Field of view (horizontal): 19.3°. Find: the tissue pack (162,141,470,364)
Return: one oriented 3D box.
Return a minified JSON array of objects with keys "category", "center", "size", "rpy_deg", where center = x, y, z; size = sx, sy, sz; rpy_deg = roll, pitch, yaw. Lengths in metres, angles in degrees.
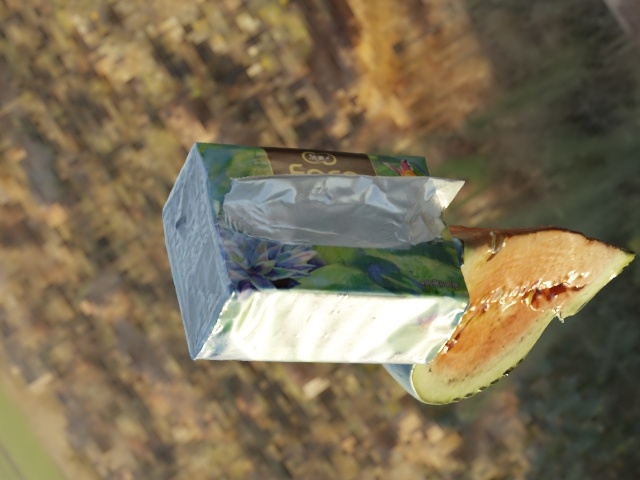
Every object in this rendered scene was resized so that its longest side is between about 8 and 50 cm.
[{"category":"tissue pack","center":[0.001,0.000,0.789],"size":[0.079,0.111,0.085],"rpy_deg":[119,146,-45]}]

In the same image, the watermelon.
[{"category":"watermelon","center":[0.095,0.051,1.314],"size":[0.159,0.303,0.128],"rpy_deg":[2,88,29]}]
